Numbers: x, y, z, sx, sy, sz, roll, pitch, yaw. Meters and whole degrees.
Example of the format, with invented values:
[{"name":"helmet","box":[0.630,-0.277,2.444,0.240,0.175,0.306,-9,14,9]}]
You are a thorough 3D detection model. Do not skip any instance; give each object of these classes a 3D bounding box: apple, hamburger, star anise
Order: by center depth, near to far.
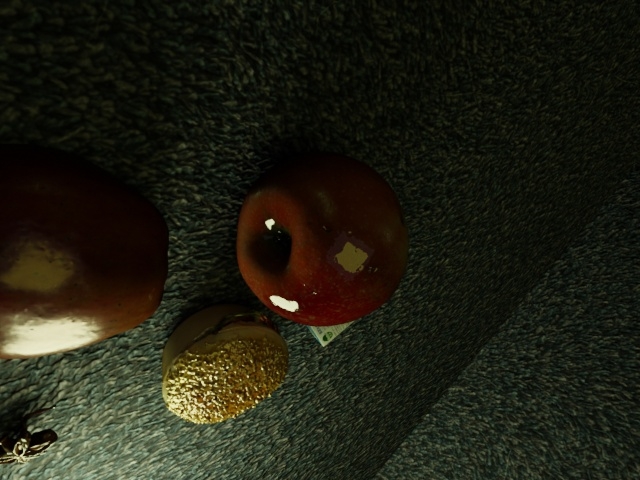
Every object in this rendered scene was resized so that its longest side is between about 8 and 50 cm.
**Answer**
[{"name":"apple","box":[-0.439,0.031,0.758,0.365,0.295,0.329,4,153,-37]},{"name":"star anise","box":[-0.577,0.387,0.914,0.190,0.070,0.097,-36,134,15]},{"name":"apple","box":[0.000,0.000,0.917,0.277,0.348,0.348,-4,121,-52]},{"name":"hamburger","box":[-0.216,0.285,1.054,0.302,0.170,0.302,-18,127,-26]}]

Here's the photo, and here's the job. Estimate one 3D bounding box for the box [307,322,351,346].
[{"name":"box","box":[0.013,0.168,1.219,0.139,0.073,0.194,-37,134,-12]}]
